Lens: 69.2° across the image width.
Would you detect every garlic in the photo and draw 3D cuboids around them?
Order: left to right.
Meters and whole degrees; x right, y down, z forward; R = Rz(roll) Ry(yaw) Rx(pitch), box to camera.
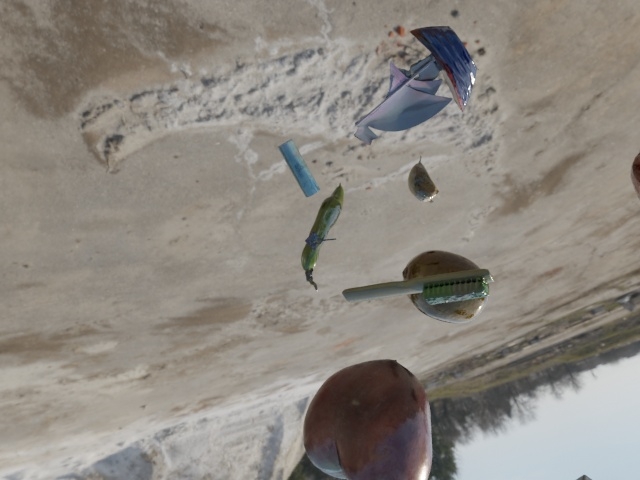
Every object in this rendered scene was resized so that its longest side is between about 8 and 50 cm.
[{"bbox_3d":[0.318,-0.184,1.491,0.084,0.152,0.066,-26,171,-22],"label":"garlic"}]

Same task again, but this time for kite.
[{"bbox_3d":[-0.002,-0.006,1.175,0.078,0.044,0.002,-26,-178,16],"label":"kite"}]

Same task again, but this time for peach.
[{"bbox_3d":[0.059,0.204,0.521,0.151,0.152,0.152,-17,157,-8],"label":"peach"}]

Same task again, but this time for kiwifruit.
[{"bbox_3d":[0.336,0.123,1.271,0.233,0.196,0.196,22,150,-1],"label":"kiwifruit"}]

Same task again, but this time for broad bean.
[{"bbox_3d":[0.003,-0.025,1.265,0.067,0.325,0.075,-3,146,45],"label":"broad bean"}]

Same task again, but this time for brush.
[{"bbox_3d":[0.175,0.097,0.860,0.282,0.048,0.054,-11,150,28],"label":"brush"}]

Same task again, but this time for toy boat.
[{"bbox_3d":[0.235,-0.333,1.089,0.219,0.072,0.318,21,121,-17],"label":"toy boat"}]

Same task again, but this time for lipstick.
[{"bbox_3d":[-0.058,-0.196,1.257,0.048,0.158,0.048,-27,-164,9],"label":"lipstick"}]

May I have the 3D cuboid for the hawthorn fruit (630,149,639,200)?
[{"bbox_3d":[0.662,-0.126,0.741,0.241,0.271,0.242,-28,132,-35],"label":"hawthorn fruit"}]

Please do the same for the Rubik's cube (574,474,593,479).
[{"bbox_3d":[0.827,0.898,1.421,0.205,0.207,0.205,-34,156,-49],"label":"Rubik's cube"}]
